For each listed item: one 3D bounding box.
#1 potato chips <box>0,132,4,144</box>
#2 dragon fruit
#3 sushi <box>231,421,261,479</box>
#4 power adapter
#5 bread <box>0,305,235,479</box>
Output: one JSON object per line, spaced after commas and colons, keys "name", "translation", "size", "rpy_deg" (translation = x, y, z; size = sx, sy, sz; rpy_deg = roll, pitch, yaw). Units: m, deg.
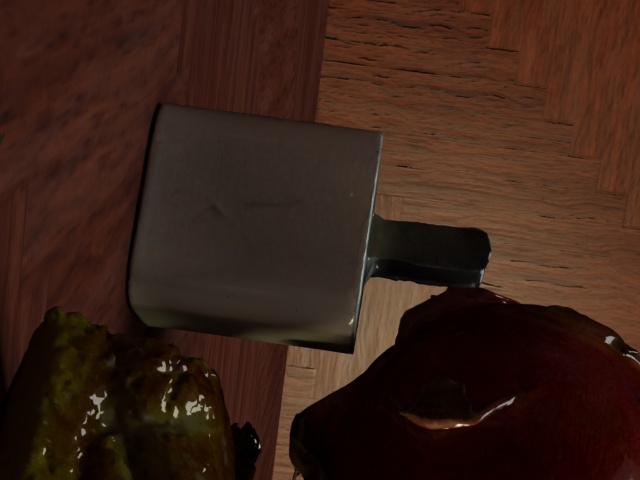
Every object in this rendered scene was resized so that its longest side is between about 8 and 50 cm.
{"name": "potato chips", "translation": [-0.106, -0.058, 0.386], "size": [0.202, 0.029, 0.220], "rpy_deg": [-70, 169, -66]}
{"name": "dragon fruit", "translation": [0.105, 0.156, 0.930], "size": [0.315, 0.250, 0.250], "rpy_deg": [-45, 154, -34]}
{"name": "sushi", "translation": [-0.064, 0.234, 0.985], "size": [0.140, 0.149, 0.287], "rpy_deg": [-43, 127, -37]}
{"name": "power adapter", "translation": [0.000, 0.000, 0.922], "size": [0.130, 0.205, 0.125], "rpy_deg": [93, 5, -78]}
{"name": "bread", "translation": [-0.085, 0.132, 0.570], "size": [0.132, 0.103, 0.172], "rpy_deg": [105, -7, -48]}
